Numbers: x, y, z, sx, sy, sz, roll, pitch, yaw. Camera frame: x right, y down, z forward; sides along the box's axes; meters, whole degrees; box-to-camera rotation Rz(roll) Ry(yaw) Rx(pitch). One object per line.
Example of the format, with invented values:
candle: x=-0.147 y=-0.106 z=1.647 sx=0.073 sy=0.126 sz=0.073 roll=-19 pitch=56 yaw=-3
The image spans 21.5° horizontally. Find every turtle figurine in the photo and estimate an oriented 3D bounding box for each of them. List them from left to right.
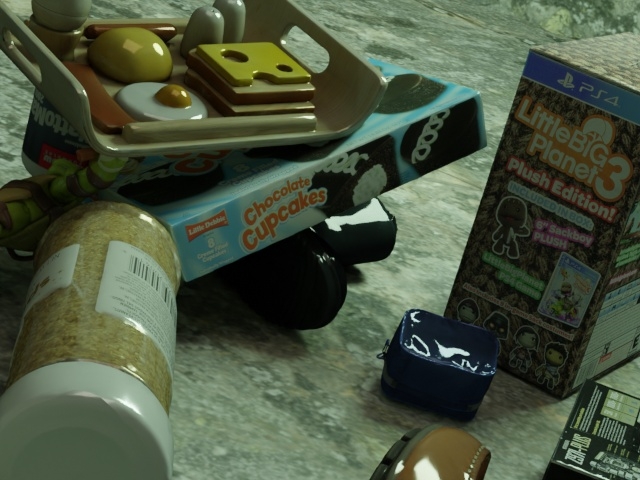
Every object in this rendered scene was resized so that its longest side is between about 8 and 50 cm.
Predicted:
turtle figurine: x=-0.265 y=-0.019 z=1.408 sx=0.270 sy=0.087 sz=0.217 roll=-12 pitch=13 yaw=37

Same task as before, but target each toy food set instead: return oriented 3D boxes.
toy food set: x=-0.121 y=-0.169 z=1.428 sx=0.306 sy=0.092 sz=0.220 roll=-7 pitch=36 yaw=-36

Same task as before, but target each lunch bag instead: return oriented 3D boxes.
lunch bag: x=0.096 y=0.107 z=1.424 sx=0.098 sy=0.065 sz=0.067 roll=18 pitch=35 yaw=1

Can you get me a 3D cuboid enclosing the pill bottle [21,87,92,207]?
pill bottle: x=-0.217 y=-0.099 z=1.556 sx=0.108 sy=0.180 sz=0.108 roll=14 pitch=20 yaw=-5

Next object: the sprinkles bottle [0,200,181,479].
sprinkles bottle: x=-0.161 y=0.085 z=1.200 sx=0.121 sy=0.121 sz=0.355 roll=13 pitch=20 yaw=-8

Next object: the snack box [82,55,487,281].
snack box: x=-0.034 y=-0.072 z=1.505 sx=0.322 sy=0.060 sz=0.187 roll=-25 pitch=28 yaw=-26

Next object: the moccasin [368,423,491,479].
moccasin: x=0.071 y=0.231 z=0.965 sx=0.147 sy=0.139 sz=0.380 roll=18 pitch=20 yaw=1

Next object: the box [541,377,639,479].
box: x=0.247 y=0.193 z=1.292 sx=0.147 sy=0.077 sz=0.180 roll=20 pitch=20 yaw=10

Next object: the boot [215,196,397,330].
boot: x=0.000 y=0.000 z=1.586 sx=0.207 sy=0.094 sz=0.246 roll=-7 pitch=24 yaw=-40

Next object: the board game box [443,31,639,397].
board game box: x=0.261 y=-0.032 z=1.588 sx=0.141 sy=0.291 sz=0.232 roll=27 pitch=22 yaw=26
